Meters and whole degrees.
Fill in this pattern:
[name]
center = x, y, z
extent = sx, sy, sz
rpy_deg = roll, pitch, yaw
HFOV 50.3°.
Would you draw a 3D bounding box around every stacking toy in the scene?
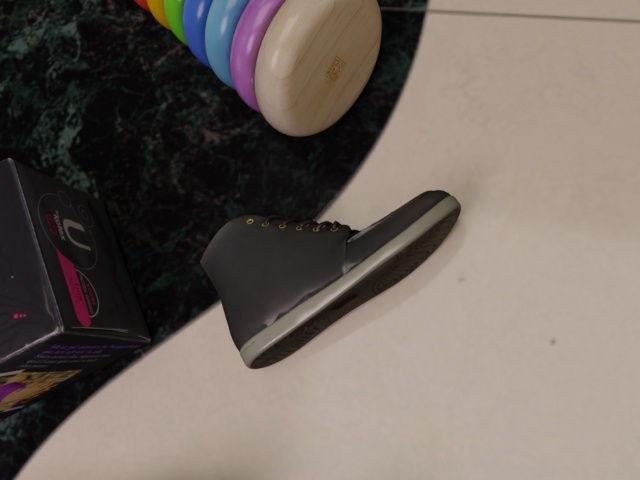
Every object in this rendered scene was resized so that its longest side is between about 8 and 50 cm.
[stacking toy]
center = -0.108, -0.229, 0.641
extent = 0.330, 0.141, 0.141
rpy_deg = 35, 89, 26

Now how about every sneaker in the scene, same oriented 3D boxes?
[sneaker]
center = 0.000, 0.000, 0.572
extent = 0.222, 0.083, 0.118
rpy_deg = -35, 70, 7

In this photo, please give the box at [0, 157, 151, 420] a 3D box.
[box]
center = -0.322, 0.073, 0.616
extent = 0.270, 0.143, 0.165
rpy_deg = -28, 72, 8
